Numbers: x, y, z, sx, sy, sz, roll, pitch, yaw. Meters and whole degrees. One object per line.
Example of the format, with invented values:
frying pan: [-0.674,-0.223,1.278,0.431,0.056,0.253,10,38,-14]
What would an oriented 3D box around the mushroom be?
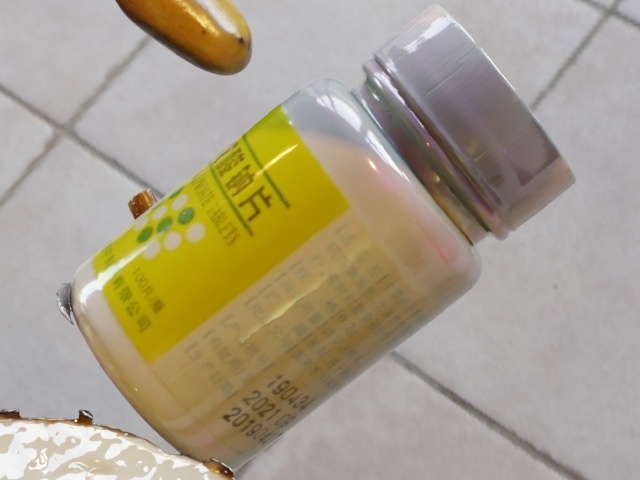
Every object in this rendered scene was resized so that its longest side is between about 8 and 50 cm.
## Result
mushroom: [-0.126,0.228,0.908,0.286,0.151,0.156,26,41,7]

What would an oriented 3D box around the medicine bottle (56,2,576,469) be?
medicine bottle: [0.000,0.000,1.144,0.379,0.213,0.213,-38,60,5]

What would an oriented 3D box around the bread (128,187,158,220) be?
bread: [-0.225,-0.026,1.928,0.036,0.047,0.083,-30,86,-41]

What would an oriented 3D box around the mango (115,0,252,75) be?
mango: [-0.137,-0.234,1.428,0.178,0.115,0.090,40,98,1]
